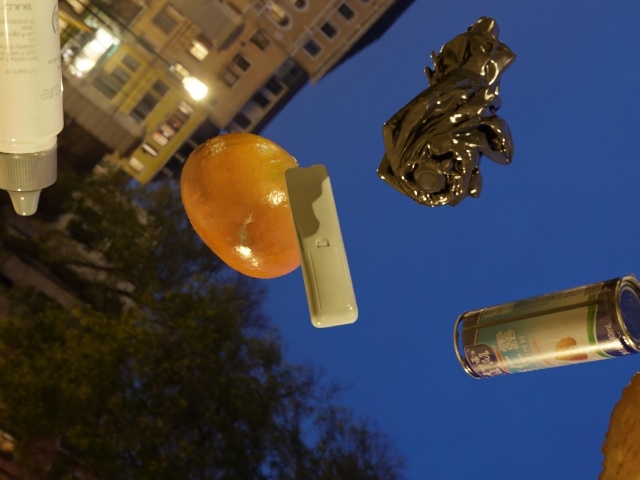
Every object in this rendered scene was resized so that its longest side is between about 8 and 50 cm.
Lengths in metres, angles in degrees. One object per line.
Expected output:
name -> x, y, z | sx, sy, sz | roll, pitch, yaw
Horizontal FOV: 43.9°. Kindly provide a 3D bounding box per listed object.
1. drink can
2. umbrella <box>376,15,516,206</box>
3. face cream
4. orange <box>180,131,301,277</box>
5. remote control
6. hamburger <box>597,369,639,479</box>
drink can -> 0.290, 0.113, 1.003 | 0.235, 0.097, 0.097 | -19, -145, 41
umbrella -> 0.145, -0.149, 0.801 | 0.118, 0.118, 0.340 | -36, -163, 35
face cream -> -0.313, -0.168, 0.818 | 0.092, 0.092, 0.311 | -98, -167, -64
orange -> -0.146, -0.070, 1.661 | 0.274, 0.310, 0.274 | -26, 174, -3
remote control -> 0.000, 0.000, 0.841 | 0.027, 0.050, 0.184 | 106, -25, -65
hamburger -> 0.191, 0.097, 0.251 | 0.181, 0.118, 0.191 | -69, -169, -18
